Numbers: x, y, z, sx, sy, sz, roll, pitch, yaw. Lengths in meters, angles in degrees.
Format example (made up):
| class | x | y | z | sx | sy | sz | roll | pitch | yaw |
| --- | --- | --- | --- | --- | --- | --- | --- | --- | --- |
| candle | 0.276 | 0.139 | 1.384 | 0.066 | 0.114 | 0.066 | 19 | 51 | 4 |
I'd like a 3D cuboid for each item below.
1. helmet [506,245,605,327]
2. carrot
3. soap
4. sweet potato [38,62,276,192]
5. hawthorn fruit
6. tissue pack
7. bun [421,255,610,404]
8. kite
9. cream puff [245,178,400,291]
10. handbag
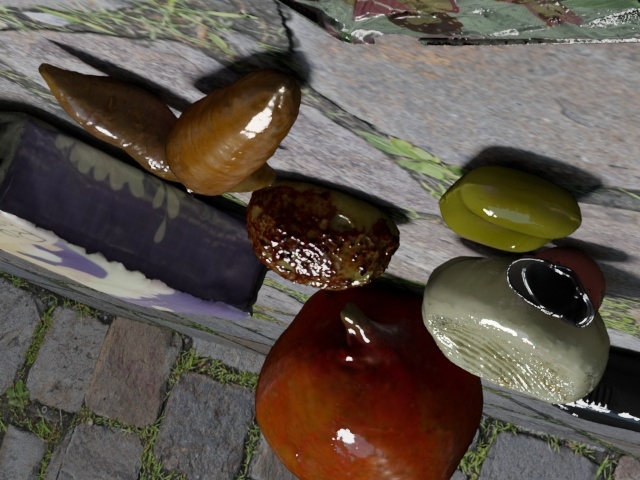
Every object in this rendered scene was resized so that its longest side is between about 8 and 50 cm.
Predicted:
| class | x | y | z | sx | sy | sz | roll | pitch | yaw |
| --- | --- | --- | --- | --- | --- | --- | --- | --- | --- |
| helmet | 0.203 | 0.030 | 1.143 | 0.084 | 0.049 | 0.065 | 32 | 148 | 23 |
| carrot | -0.053 | -0.084 | 0.942 | 0.072 | 0.072 | 0.205 | 20 | 164 | -15 |
| soap | 0.134 | -0.023 | 0.975 | 0.089 | 0.045 | 0.140 | 21 | 172 | -3 |
| sweet potato | -0.130 | -0.084 | 1.082 | 0.218 | 0.051 | 0.065 | 23 | 128 | -31 |
| hawthorn fruit | 0.072 | 0.189 | 1.722 | 0.295 | 0.295 | 0.311 | 21 | 147 | -18 |
| tissue pack | -0.251 | -0.024 | 1.461 | 0.344 | 0.125 | 0.242 | 25 | 168 | -39 |
| bun | 0.184 | 0.070 | 1.257 | 0.183 | 0.102 | 0.183 | 27 | 158 | 12 |
| kite | 0.022 | -0.132 | 0.642 | 0.323 | 0.013 | 0.268 | 15 | 172 | 1 |
| cream puff | 0.000 | 0.000 | 1.256 | 0.149 | 0.084 | 0.149 | 16 | 172 | 2 |
| handbag | 0.428 | 0.203 | 1.643 | 0.275 | 0.088 | 0.244 | 10 | 171 | 26 |
